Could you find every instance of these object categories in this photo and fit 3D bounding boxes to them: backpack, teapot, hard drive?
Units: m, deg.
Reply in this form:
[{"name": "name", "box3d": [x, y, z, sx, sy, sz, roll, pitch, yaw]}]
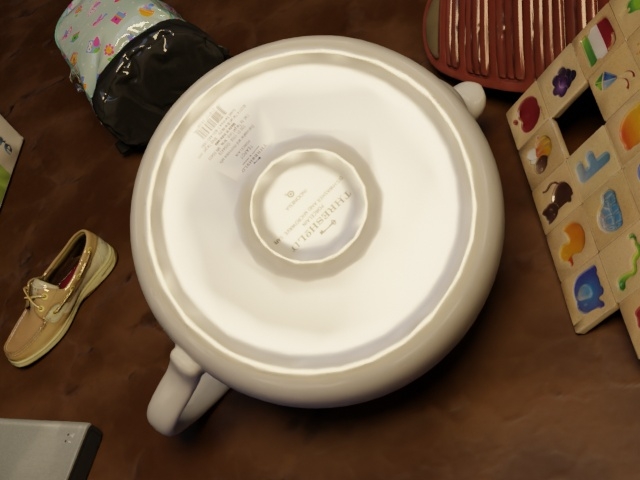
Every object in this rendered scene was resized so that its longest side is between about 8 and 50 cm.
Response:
[{"name": "backpack", "box3d": [-0.191, -0.194, 0.905, 0.152, 0.115, 0.182, -40, 44, -2]}, {"name": "teapot", "box3d": [0.000, 0.000, 0.609, 0.256, 0.187, 0.252, -4, 79, 5]}, {"name": "hard drive", "box3d": [-0.245, 0.187, 0.694, 0.135, 0.022, 0.094, -4, 54, 26]}]

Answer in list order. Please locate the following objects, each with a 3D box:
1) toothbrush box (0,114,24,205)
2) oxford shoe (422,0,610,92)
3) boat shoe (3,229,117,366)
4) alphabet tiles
[{"name": "toothbrush box", "box3d": [-0.452, -0.017, 0.900, 0.206, 0.122, 0.283, -14, 50, 19]}, {"name": "oxford shoe", "box3d": [0.236, -0.174, 0.682, 0.348, 0.130, 0.123, 7, 98, 46]}, {"name": "boat shoe", "box3d": [-0.239, 0.048, 0.786, 0.050, 0.045, 0.135, 16, 64, 37]}, {"name": "alphabet tiles", "box3d": [0.205, -0.056, 0.555, 0.198, 0.009, 0.237, -50, 38, 45]}]
